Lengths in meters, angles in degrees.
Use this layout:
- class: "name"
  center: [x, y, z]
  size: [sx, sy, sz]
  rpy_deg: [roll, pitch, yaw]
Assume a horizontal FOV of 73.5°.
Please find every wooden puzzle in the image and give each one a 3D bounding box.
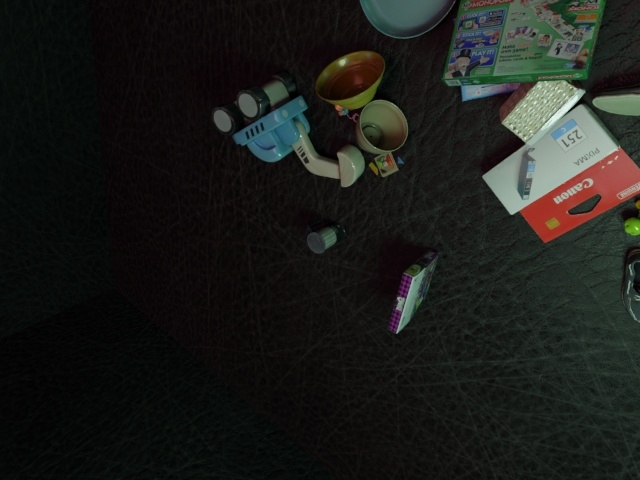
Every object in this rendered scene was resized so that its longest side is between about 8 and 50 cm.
- class: "wooden puzzle"
  center: [0.217, -0.254, 1.430]
  size: [0.116, 0.014, 0.079]
  rpy_deg: [-32, 89, 43]

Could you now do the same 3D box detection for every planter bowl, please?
- class: "planter bowl"
  center: [0.101, -0.463, 1.291]
  size: [0.217, 0.217, 0.090]
  rpy_deg: [14, 155, 34]
- class: "planter bowl"
  center: [0.175, -0.340, 1.342]
  size: [0.162, 0.162, 0.109]
  rpy_deg: [63, 159, -3]

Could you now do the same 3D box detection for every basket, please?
- class: "basket"
  center: [0.532, -0.339, 1.049]
  size: [0.103, 0.113, 0.167]
  rpy_deg: [32, 130, -7]

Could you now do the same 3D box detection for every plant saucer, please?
- class: "plant saucer"
  center: [0.245, -0.725, 1.166]
  size: [0.317, 0.043, 0.318]
  rpy_deg: [18, 120, 33]

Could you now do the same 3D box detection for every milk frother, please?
- class: "milk frother"
  center: [0.000, 0.000, 1.642]
  size: [0.129, 0.134, 0.143]
  rpy_deg: [32, 127, 24]

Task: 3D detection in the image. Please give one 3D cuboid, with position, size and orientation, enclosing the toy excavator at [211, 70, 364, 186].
- class: "toy excavator"
  center: [-0.100, -0.366, 1.534]
  size: [0.433, 0.222, 0.445]
  rpy_deg: [-13, 115, 41]

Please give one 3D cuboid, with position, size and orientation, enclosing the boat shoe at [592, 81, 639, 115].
- class: "boat shoe"
  center: [0.740, -0.329, 0.947]
  size: [0.233, 0.084, 0.079]
  rpy_deg: [9, 78, 43]

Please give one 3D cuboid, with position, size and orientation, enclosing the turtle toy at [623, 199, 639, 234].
- class: "turtle toy"
  center: [0.796, -0.057, 1.021]
  size: [0.130, 0.066, 0.095]
  rpy_deg: [-37, 85, 43]

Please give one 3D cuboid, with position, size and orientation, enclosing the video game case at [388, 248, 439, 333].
- class: "video game case"
  center: [0.310, 0.165, 1.420]
  size: [0.041, 0.210, 0.232]
  rpy_deg: [26, 126, 28]

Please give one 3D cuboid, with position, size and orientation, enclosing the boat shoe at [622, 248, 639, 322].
- class: "boat shoe"
  center: [0.813, 0.127, 1.095]
  size: [0.075, 0.065, 0.206]
  rpy_deg: [1, 111, 38]

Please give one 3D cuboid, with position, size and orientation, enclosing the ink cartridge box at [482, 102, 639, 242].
- class: "ink cartridge box"
  center: [0.625, -0.156, 1.114]
  size: [0.261, 0.066, 0.296]
  rpy_deg: [54, 133, 7]

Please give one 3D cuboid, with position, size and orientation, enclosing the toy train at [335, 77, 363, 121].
- class: "toy train"
  center: [0.100, -0.473, 1.398]
  size: [0.125, 0.046, 0.166]
  rpy_deg: [31, 126, 25]

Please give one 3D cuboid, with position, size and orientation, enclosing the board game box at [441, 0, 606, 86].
- class: "board game box"
  center: [0.459, -0.475, 0.991]
  size: [0.317, 0.046, 0.214]
  rpy_deg: [14, 88, 39]

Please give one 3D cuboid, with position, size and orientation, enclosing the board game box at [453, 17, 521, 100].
- class: "board game box"
  center: [0.442, -0.489, 1.120]
  size: [0.160, 0.039, 0.212]
  rpy_deg: [1, 112, 38]
